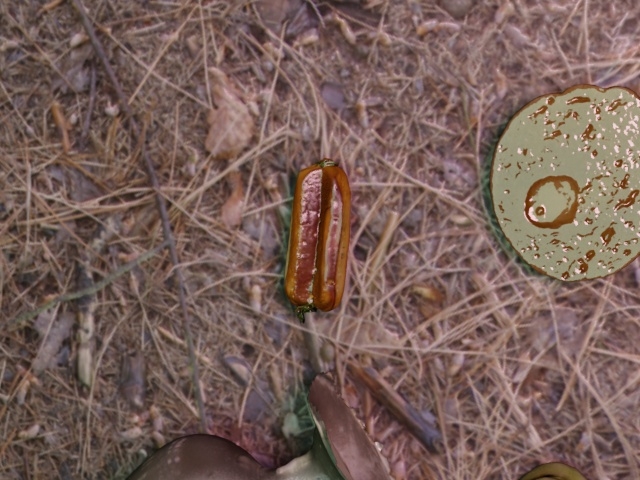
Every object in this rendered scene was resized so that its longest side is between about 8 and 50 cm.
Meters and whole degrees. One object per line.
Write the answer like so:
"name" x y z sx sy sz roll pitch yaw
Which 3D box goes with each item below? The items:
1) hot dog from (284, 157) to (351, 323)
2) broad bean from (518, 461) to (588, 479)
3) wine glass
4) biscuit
"hot dog" 0.000 0.000 1.287 0.072 0.055 0.188 9 99 18
"broad bean" 0.269 0.352 1.246 0.153 0.072 0.206 -19 92 23
"wine glass" -0.085 0.309 1.261 0.323 0.238 0.238 -34 87 12
"biscuit" 0.273 -0.061 1.204 0.181 0.049 0.208 0 96 16
